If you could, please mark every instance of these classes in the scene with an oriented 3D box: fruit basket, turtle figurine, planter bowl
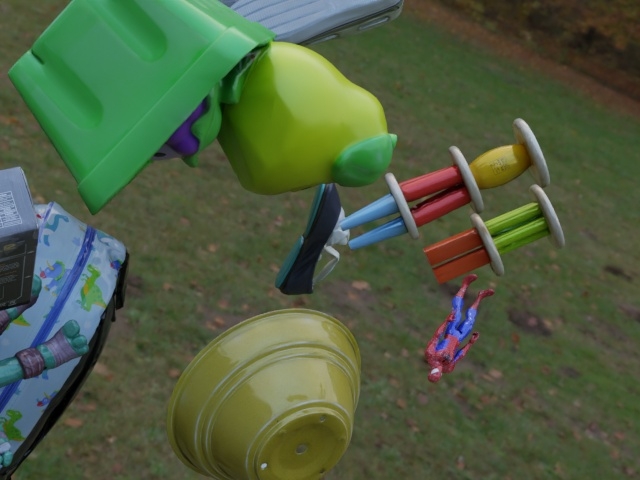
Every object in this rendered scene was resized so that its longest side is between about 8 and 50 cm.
[{"bbox_3d":[-0.116,-0.144,1.073,0.392,0.283,0.392,44,10,-10],"label":"fruit basket"},{"bbox_3d":[-0.348,0.129,0.910,0.234,0.118,0.175,-42,110,-47],"label":"turtle figurine"},{"bbox_3d":[-0.035,0.182,0.926,0.217,0.217,0.090,10,24,-35],"label":"planter bowl"}]

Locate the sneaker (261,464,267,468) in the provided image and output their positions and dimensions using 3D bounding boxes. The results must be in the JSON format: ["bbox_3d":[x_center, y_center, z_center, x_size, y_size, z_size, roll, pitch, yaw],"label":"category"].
[{"bbox_3d":[-0.131,0.398,1.635,0.212,0.080,0.094,35,17,-24],"label":"sneaker"}]

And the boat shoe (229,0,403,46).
[{"bbox_3d":[-0.009,-0.348,1.472,0.094,0.302,0.109,68,10,-63],"label":"boat shoe"}]

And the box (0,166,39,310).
[{"bbox_3d":[-0.344,0.027,0.728,0.231,0.183,0.056,-15,74,-24],"label":"box"}]

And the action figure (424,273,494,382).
[{"bbox_3d":[0.126,0.083,0.862,0.038,0.115,0.030,42,-30,-18],"label":"action figure"}]

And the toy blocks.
[{"bbox_3d":[0.096,-0.012,0.687,0.054,0.148,0.123,-109,174,-46],"label":"toy blocks"}]

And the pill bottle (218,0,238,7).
[{"bbox_3d":[-0.230,-0.419,1.560,0.272,0.152,0.152,-6,19,4],"label":"pill bottle"}]

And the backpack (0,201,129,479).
[{"bbox_3d":[-0.387,0.119,1.178,0.273,0.355,0.290,46,22,-19],"label":"backpack"}]

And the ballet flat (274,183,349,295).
[{"bbox_3d":[0.000,0.000,1.287,0.074,0.203,0.074,17,35,-12],"label":"ballet flat"}]
